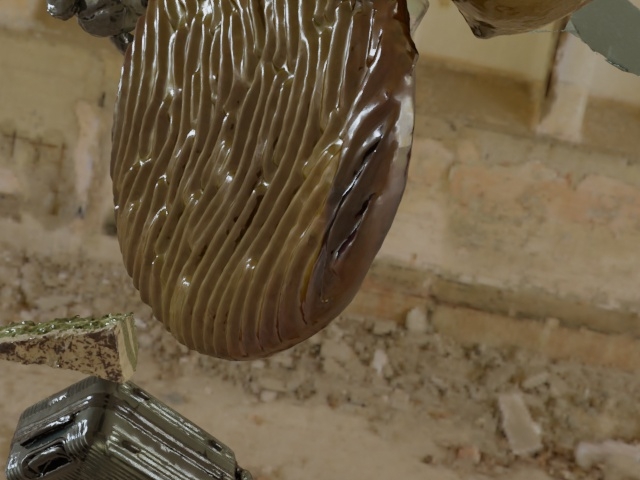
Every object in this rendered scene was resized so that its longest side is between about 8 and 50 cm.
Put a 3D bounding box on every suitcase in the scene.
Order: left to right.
[{"bbox_3d":[-0.258,0.314,1.365,0.312,0.202,0.128,42,33,-33],"label":"suitcase"}]

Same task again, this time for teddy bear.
[{"bbox_3d":[-0.245,-0.345,1.426,0.144,0.251,0.171,13,-35,43],"label":"teddy bear"}]

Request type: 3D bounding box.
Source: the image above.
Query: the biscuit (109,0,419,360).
[{"bbox_3d":[-0.056,-0.077,0.672,0.040,0.317,0.318,7,9,-40],"label":"biscuit"}]

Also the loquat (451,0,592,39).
[{"bbox_3d":[0.132,-0.209,0.626,0.152,0.195,0.152,10,53,-13],"label":"loquat"}]

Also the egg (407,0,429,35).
[{"bbox_3d":[-0.060,-0.167,1.027,0.201,0.337,0.337,34,7,-8],"label":"egg"}]

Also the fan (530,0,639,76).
[{"bbox_3d":[0.433,-0.344,1.638,0.182,0.010,0.310,52,-13,-27],"label":"fan"}]

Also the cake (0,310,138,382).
[{"bbox_3d":[-0.217,0.077,0.813,0.140,0.055,0.051,10,18,0],"label":"cake"}]
